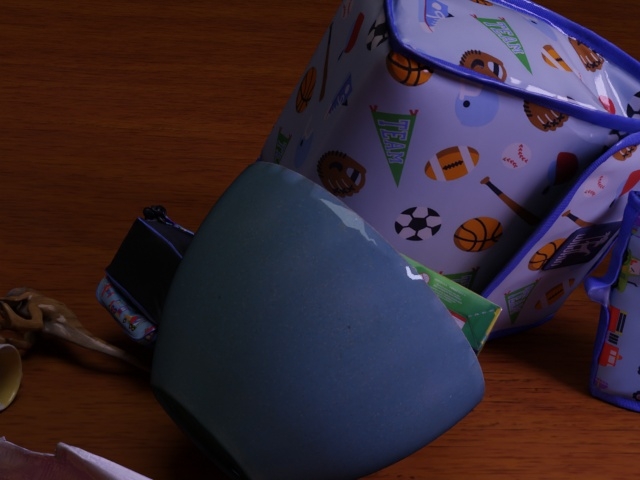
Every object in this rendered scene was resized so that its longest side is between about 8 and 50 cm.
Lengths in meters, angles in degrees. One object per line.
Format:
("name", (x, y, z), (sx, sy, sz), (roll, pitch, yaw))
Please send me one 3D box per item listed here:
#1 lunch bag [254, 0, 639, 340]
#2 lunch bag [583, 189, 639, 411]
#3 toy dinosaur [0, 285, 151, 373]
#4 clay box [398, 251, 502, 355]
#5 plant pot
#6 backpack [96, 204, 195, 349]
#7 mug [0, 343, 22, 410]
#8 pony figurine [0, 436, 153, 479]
("lunch bag", (0.165, -0.075, 1.457), (0.385, 0.328, 0.239), (18, 38, -20))
("lunch bag", (0.412, 0.077, 1.403), (0.293, 0.221, 0.138), (9, 23, 1))
("toy dinosaur", (-0.265, 0.082, 1.380), (0.211, 0.064, 0.112), (28, 29, 38))
("clay box", (0.092, 0.088, 1.337), (0.127, 0.222, 0.053), (28, 70, 9))
("plant pot", (-0.032, 0.104, 1.197), (0.195, 0.290, 0.290), (-44, 46, -17))
("backpack", (-0.117, 0.063, 1.403), (0.173, 0.117, 0.158), (30, 5, -43))
("mug", (-0.318, 0.127, 1.287), (0.064, 0.078, 0.062), (7, 55, 20))
("pony figurine", (-0.062, 0.271, 0.816), (0.351, 0.303, 0.363), (18, 9, 1))
